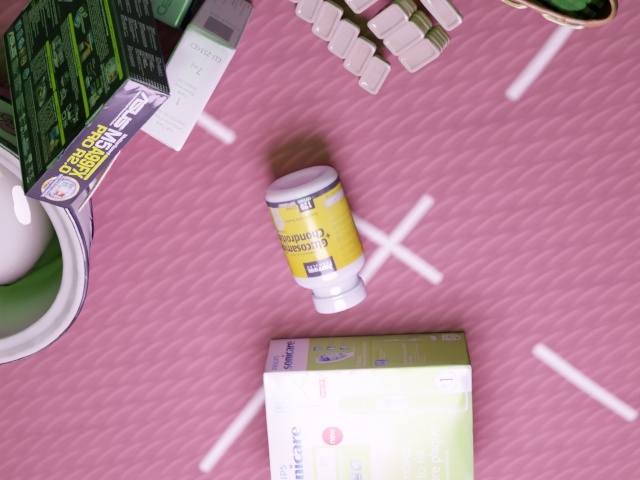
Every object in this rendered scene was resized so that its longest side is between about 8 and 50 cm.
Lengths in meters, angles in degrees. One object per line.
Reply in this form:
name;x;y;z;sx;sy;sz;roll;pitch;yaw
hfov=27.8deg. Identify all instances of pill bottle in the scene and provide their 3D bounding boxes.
pill bottle;0.000;0.000;1.737;0.103;0.103;0.184;-17;107;7

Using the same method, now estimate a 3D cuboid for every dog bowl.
dog bowl;-0.477;-0.036;1.665;0.408;0.150;0.408;5;128;7

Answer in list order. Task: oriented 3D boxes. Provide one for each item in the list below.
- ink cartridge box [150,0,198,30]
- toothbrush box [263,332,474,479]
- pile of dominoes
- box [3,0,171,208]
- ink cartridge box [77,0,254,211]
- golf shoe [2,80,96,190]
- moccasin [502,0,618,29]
ink cartridge box;-0.220;-0.405;1.600;0.224;0.045;0.223;28;94;5
toothbrush box;0.070;0.249;1.812;0.283;0.122;0.206;-1;109;4
pile of dominoes;0.053;-0.320;1.633;0.251;0.040;0.196;47;138;-13
box;-0.277;-0.205;1.500;0.060;0.270;0.216;19;131;-40
ink cartridge box;-0.181;-0.168;1.582;0.066;0.296;0.261;30;108;-9
golf shoe;-0.341;-0.143;1.716;0.086;0.067;0.186;-26;106;9
moccasin;0.197;-0.372;1.579;0.380;0.147;0.139;36;106;-10
